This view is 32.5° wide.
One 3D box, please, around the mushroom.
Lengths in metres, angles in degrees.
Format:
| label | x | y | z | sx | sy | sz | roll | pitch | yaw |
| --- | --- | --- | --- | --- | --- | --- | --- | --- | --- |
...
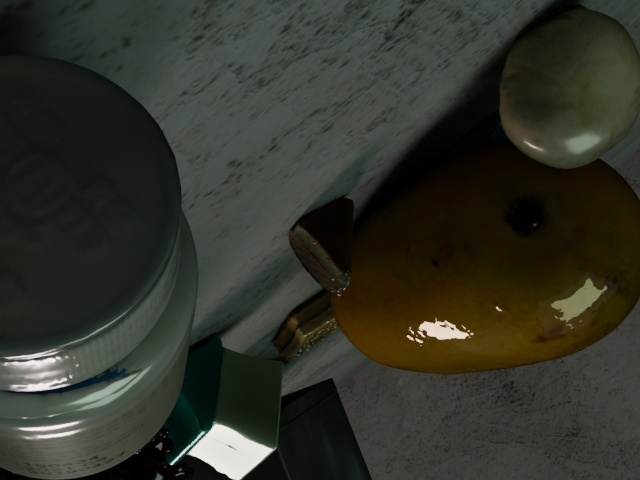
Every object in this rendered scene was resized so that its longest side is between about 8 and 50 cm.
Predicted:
| label | x | y | z | sx | sy | sz | roll | pitch | yaw |
| --- | --- | --- | --- | --- | --- | --- | --- | --- | --- |
| mushroom | 0.234 | -0.146 | 1.050 | 0.154 | 0.122 | 0.154 | -14 | 116 | -29 |

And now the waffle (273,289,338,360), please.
| label | x | y | z | sx | sy | sz | roll | pitch | yaw |
| --- | --- | --- | --- | --- | --- | --- | --- | --- | --- |
| waffle | -0.010 | 0.117 | 1.559 | 0.102 | 0.042 | 0.148 | -33 | 169 | -22 |

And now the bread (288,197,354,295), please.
| label | x | y | z | sx | sy | sz | roll | pitch | yaw |
| --- | --- | --- | --- | --- | --- | --- | --- | --- | --- |
| bread | 0.000 | 0.000 | 1.077 | 0.062 | 0.109 | 0.043 | 16 | 138 | -19 |

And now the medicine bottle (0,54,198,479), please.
| label | x | y | z | sx | sy | sz | roll | pitch | yaw |
| --- | --- | --- | --- | --- | --- | --- | --- | --- | --- |
| medicine bottle | -0.129 | 0.027 | 0.520 | 0.143 | 0.143 | 0.258 | -34 | 170 | -20 |

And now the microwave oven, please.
| label | x | y | z | sx | sy | sz | roll | pitch | yaw |
| --- | --- | --- | --- | --- | --- | --- | --- | --- | --- |
| microwave oven | -0.071 | 0.431 | 1.726 | 0.236 | 0.374 | 0.432 | -23 | 175 | 13 |

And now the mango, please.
| label | x | y | z | sx | sy | sz | roll | pitch | yaw |
| --- | --- | --- | --- | --- | --- | --- | --- | --- | --- |
| mango | 0.176 | 0.039 | 1.252 | 0.300 | 0.232 | 0.446 | 5 | 160 | -24 |

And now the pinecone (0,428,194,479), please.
| label | x | y | z | sx | sy | sz | roll | pitch | yaw |
| --- | --- | --- | --- | --- | --- | --- | --- | --- | --- |
| pinecone | -0.240 | 0.289 | 1.077 | 0.272 | 0.224 | 0.224 | -48 | 172 | -16 |

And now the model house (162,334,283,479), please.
| label | x | y | z | sx | sy | sz | roll | pitch | yaw |
| --- | --- | --- | --- | --- | --- | --- | --- | --- | --- |
| model house | -0.129 | 0.188 | 1.260 | 0.100 | 0.149 | 0.127 | -46 | -150 | 42 |

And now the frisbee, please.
| label | x | y | z | sx | sy | sz | roll | pitch | yaw |
| --- | --- | --- | --- | --- | --- | --- | --- | --- | --- |
| frisbee | 0.205 | -0.098 | 1.362 | 0.242 | 0.045 | 0.242 | -35 | 168 | -9 |
